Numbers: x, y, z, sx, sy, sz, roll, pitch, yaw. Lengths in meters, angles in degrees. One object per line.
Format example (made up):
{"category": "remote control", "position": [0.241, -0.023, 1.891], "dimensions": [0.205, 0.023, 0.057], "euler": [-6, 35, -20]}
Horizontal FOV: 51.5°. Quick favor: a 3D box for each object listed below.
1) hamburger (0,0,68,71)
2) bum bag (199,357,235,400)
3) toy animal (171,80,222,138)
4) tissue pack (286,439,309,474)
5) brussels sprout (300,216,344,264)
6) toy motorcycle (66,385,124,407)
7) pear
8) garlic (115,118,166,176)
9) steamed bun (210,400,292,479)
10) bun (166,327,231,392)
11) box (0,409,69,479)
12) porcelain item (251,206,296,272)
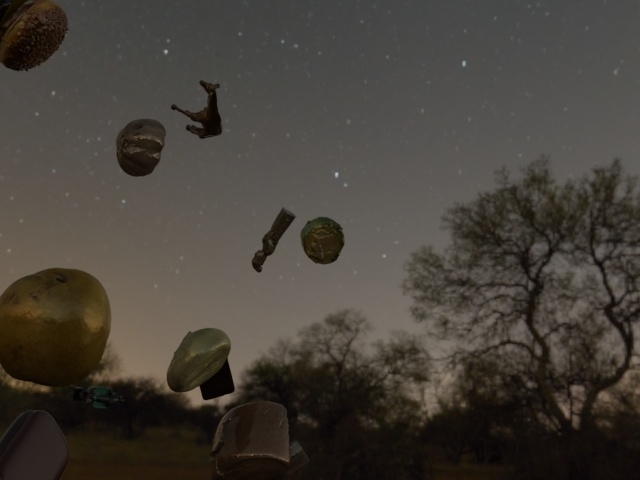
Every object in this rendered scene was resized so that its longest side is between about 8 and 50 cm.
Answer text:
{"category": "hamburger", "position": [-0.950, -0.686, 2.111], "dimensions": [0.225, 0.291, 0.291], "euler": [41, -25, -8]}
{"category": "bum bag", "position": [-0.328, 0.410, 2.039], "dimensions": [0.109, 0.159, 0.026], "euler": [-15, 13, -12]}
{"category": "toy animal", "position": [-0.316, -0.350, 1.820], "dimensions": [0.149, 0.054, 0.275], "euler": [45, -25, -20]}
{"category": "tissue pack", "position": [-0.108, 0.801, 2.446], "dimensions": [0.108, 0.060, 0.148], "euler": [-28, -32, -10]}
{"category": "brussels sprout", "position": [0.000, -0.003, 2.171], "dimensions": [0.149, 0.151, 0.122], "euler": [26, 1, -18]}
{"category": "toy motorcycle", "position": [-0.619, 0.432, 1.830], "dimensions": [0.173, 0.058, 0.100], "euler": [-4, -15, 43]}
{"category": "pear", "position": [-0.705, 0.225, 1.747], "dimensions": [0.314, 0.314, 0.314], "euler": [5, -16, 2]}
{"category": "garlic", "position": [-0.650, -0.335, 2.375], "dimensions": [0.152, 0.228, 0.228], "euler": [17, -20, -31]}
{"category": "steamed bun", "position": [-0.234, 0.624, 2.006], "dimensions": [0.199, 0.251, 0.301], "euler": [21, -48, -31]}
{"category": "bun", "position": [-0.365, 0.333, 1.918], "dimensions": [0.127, 0.222, 0.222], "euler": [47, -5, 19]}
{"category": "box", "position": [-0.941, 0.724, 2.116], "dimensions": [0.108, 0.263, 0.404], "euler": [-19, 18, 6]}
{"category": "porcelain item", "position": [-0.154, 0.000, 2.078], "dimensions": [0.054, 0.213, 0.084], "euler": [32, 8, -5]}
